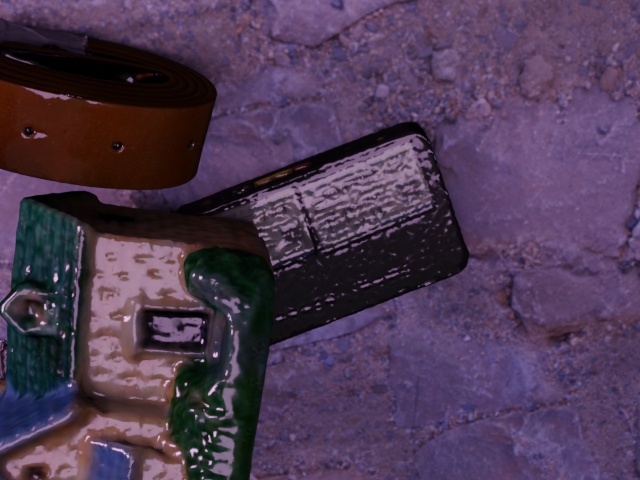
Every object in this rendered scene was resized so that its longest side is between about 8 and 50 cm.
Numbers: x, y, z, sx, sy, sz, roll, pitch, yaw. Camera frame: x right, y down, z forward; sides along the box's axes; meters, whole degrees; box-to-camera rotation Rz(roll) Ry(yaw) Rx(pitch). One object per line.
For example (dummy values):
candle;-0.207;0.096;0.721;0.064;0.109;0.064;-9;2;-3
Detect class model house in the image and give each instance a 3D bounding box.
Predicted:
model house;-0.252;0.154;1.755;0.342;0.334;0.382;8;100;-9

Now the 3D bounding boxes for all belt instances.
belt;-0.295;-0.162;1.734;0.338;0.217;0.122;9;115;-15

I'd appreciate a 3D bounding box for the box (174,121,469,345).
box;0.000;0.000;1.917;0.350;0.058;0.211;-20;111;1

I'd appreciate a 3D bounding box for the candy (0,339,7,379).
candy;-0.323;0.189;1.951;0.226;0.051;0.094;25;109;-16
